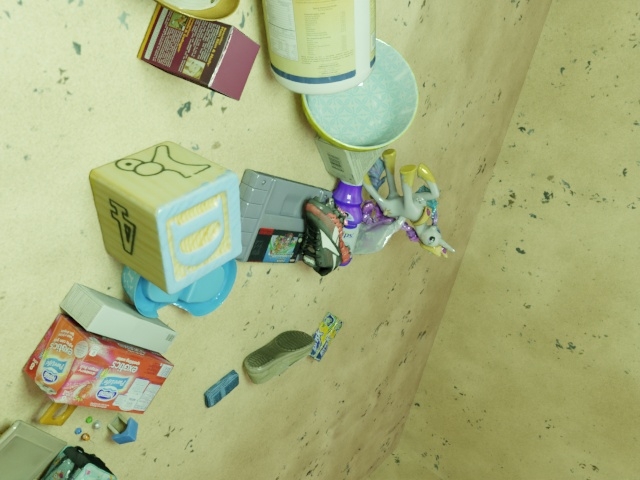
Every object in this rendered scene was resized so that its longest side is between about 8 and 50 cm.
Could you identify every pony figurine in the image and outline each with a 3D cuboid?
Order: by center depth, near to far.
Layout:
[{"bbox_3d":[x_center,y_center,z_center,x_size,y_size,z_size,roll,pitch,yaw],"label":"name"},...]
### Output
[{"bbox_3d":[0.232,-0.100,1.735,0.303,0.351,0.364,-48,129,-30],"label":"pony figurine"}]

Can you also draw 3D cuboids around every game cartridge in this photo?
[{"bbox_3d":[-0.108,-0.050,1.470,0.355,0.068,0.230,5,106,-59],"label":"game cartridge"}]

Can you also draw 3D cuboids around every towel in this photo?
[{"bbox_3d":[-0.285,0.434,1.617,0.119,0.029,0.067,-36,142,-39],"label":"towel"}]

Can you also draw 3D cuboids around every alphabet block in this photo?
[{"bbox_3d":[-0.285,-0.049,1.051,0.192,0.197,0.193,-32,139,-41],"label":"alphabet block"}]

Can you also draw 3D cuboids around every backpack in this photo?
[{"bbox_3d":[-0.548,0.570,1.207,0.188,0.144,0.166,-46,152,-21],"label":"backpack"}]

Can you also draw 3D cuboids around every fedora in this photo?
[{"bbox_3d":[-0.204,-0.434,0.872,0.194,0.194,0.079,-32,169,-42],"label":"fedora"}]

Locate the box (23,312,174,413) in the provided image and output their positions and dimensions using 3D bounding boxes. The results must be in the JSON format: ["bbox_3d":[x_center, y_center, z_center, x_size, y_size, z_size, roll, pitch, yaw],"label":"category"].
[{"bbox_3d":[-0.441,0.258,1.132,0.128,0.122,0.257,-59,150,-7],"label":"box"}]

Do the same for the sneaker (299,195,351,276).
[{"bbox_3d":[0.000,0.000,1.525,0.135,0.097,0.276,-43,143,-19],"label":"sneaker"}]

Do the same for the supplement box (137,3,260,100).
[{"bbox_3d":[-0.209,-0.322,0.950,0.080,0.188,0.104,11,104,-60],"label":"supplement box"}]

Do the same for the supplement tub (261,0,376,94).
[{"bbox_3d":[-0.003,-0.480,1.106,0.228,0.228,0.316,-42,145,-32],"label":"supplement tub"}]

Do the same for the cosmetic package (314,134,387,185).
[{"bbox_3d":[0.132,-0.327,1.561,0.309,0.113,0.160,-52,149,-18],"label":"cosmetic package"}]

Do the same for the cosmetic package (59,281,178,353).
[{"bbox_3d":[-0.406,0.165,1.139,0.060,0.099,0.239,-56,150,-6],"label":"cosmetic package"}]

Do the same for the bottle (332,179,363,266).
[{"bbox_3d":[0.066,-0.064,1.666,0.092,0.118,0.283,-76,180,-65],"label":"bottle"}]

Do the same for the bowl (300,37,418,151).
[{"bbox_3d":[0.079,-0.342,1.376,0.289,0.289,0.156,-54,-174,-15],"label":"bowl"}]

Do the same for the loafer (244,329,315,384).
[{"bbox_3d":[-0.129,0.365,1.745,0.268,0.102,0.092,-18,130,-39],"label":"loafer"}]

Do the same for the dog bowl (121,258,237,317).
[{"bbox_3d":[-0.312,0.081,1.239,0.297,0.074,0.166,11,105,-60],"label":"dog bowl"}]

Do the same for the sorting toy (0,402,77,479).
[{"bbox_3d":[-0.616,0.438,1.085,0.348,0.047,0.196,-47,154,-20],"label":"sorting toy"}]

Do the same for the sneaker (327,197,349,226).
[{"bbox_3d":[0.051,-0.078,1.577,0.119,0.057,0.047,73,12,-47],"label":"sneaker"}]

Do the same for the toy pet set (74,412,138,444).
[{"bbox_3d":[-0.475,0.431,1.280,0.122,0.065,0.114,-47,147,-25],"label":"toy pet set"}]

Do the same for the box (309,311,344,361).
[{"bbox_3d":[0.012,0.345,1.985,0.169,0.054,0.059,-58,151,-9],"label":"box"}]
